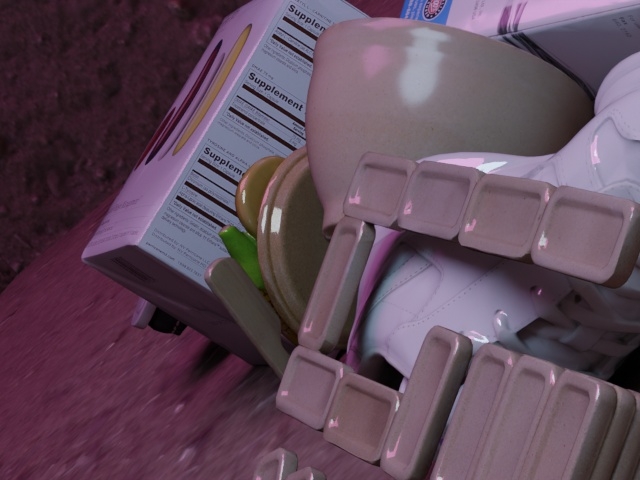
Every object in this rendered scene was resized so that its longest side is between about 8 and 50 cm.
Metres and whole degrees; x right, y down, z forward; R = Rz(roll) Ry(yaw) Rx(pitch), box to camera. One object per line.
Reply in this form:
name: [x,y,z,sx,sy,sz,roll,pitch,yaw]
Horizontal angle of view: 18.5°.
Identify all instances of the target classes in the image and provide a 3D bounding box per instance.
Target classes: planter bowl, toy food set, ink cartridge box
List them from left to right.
toy food set: [0.000,0.000,1.167,0.038,0.132,0.192,-7,36,44]
planter bowl: [0.061,-0.040,1.097,0.162,0.162,0.109,-21,51,66]
ink cartridge box: [0.147,-0.154,1.129,0.190,0.082,0.140,-7,55,41]

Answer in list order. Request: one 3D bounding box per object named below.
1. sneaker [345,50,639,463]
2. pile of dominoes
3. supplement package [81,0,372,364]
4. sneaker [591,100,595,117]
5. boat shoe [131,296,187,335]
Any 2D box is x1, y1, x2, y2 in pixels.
sneaker: [0.111,0.021,0.789,0.305,0.114,0.152,-27,39,56]
pile of dominoes: [0.046,0.072,0.735,0.251,0.040,0.196,18,88,68]
supplement package: [-0.031,-0.040,1.296,0.203,0.149,0.194,-60,13,-12]
sneaker: [0.139,-0.074,1.198,0.152,0.053,0.061,-45,11,38]
boat shoe: [-0.074,0.002,1.590,0.114,0.091,0.302,-60,2,27]
